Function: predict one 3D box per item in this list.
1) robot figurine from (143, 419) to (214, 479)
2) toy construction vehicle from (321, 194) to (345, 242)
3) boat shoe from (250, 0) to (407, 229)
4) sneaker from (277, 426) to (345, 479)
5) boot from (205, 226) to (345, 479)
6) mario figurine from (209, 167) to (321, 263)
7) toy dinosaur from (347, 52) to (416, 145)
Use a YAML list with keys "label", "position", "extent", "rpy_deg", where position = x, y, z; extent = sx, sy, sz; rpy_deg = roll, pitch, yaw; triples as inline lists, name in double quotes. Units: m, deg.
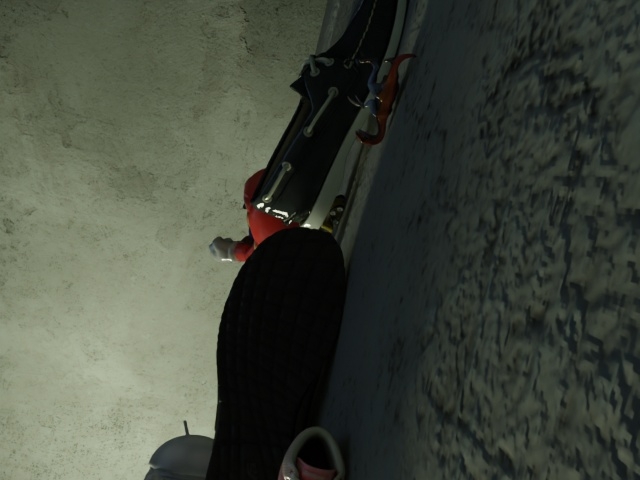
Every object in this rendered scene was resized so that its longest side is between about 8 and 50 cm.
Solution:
- label: "robot figurine"
  position: [-0.287, 0.573, 1.314]
  extent: [0.300, 0.199, 0.353]
  rpy_deg: [47, -132, -58]
- label: "toy construction vehicle"
  position: [0.000, 0.000, 0.783]
  extent: [0.098, 0.035, 0.086]
  rpy_deg: [111, 170, -47]
- label: "boat shoe"
  position: [0.007, -0.157, 0.707]
  extent: [0.114, 0.091, 0.302]
  rpy_deg: [-123, 53, -74]
- label: "sneaker"
  position: [-0.015, 0.200, 0.448]
  extent: [0.070, 0.051, 0.134]
  rpy_deg: [104, 180, -52]
- label: "boot"
  position: [-0.063, 0.162, 0.696]
  extent: [0.223, 0.118, 0.338]
  rpy_deg: [111, 176, -78]
- label: "mario figurine"
  position: [-0.087, -0.050, 1.049]
  extent: [0.320, 0.170, 0.198]
  rpy_deg: [124, 160, -76]
- label: "toy dinosaur"
  position: [0.055, -0.132, 0.591]
  extent: [0.090, 0.047, 0.082]
  rpy_deg: [-146, 51, -72]
